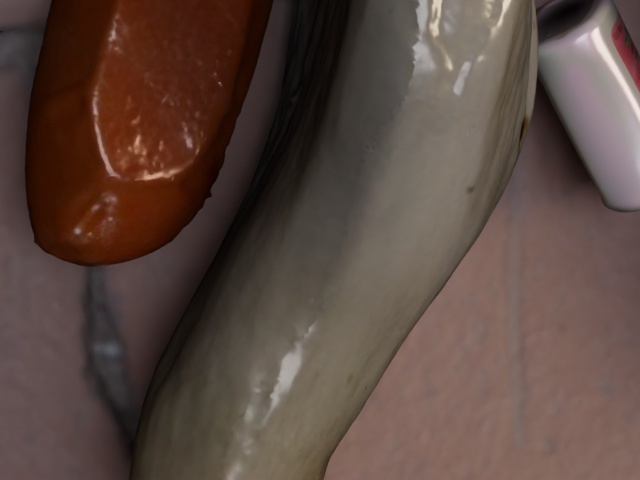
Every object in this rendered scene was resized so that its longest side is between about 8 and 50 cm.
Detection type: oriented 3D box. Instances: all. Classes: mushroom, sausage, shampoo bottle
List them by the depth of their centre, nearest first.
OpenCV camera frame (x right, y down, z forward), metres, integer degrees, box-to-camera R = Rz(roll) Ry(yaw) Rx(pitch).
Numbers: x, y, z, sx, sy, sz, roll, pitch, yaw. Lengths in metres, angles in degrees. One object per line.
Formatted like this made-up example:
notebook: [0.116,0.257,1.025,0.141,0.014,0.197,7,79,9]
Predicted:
mushroom: [0.000,0.000,0.581,0.122,0.159,0.329,22,96,26]
sausage: [-0.067,-0.076,0.581,0.089,0.089,0.179,15,85,-18]
shampoo bottle: [0.129,-0.058,0.650,0.043,0.072,0.099,-24,108,21]
